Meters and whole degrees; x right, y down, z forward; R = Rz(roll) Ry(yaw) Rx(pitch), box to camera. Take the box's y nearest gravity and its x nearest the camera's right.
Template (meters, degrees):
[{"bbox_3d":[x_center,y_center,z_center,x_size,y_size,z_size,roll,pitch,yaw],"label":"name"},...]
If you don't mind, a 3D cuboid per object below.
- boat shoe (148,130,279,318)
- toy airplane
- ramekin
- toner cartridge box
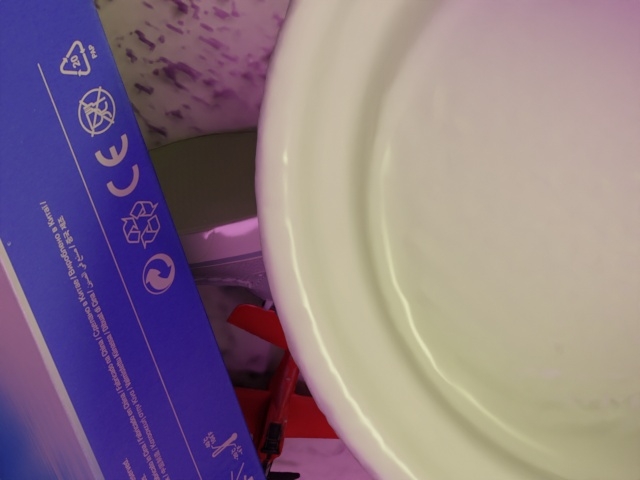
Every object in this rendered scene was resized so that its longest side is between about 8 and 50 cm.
[{"bbox_3d":[0.001,-0.001,0.600,0.228,0.079,0.081,-8,123,4],"label":"boat shoe"},{"bbox_3d":[-0.016,0.072,0.691,0.151,0.028,0.151,0,129,0],"label":"toy airplane"},{"bbox_3d":[0.124,-0.018,0.474,0.277,0.135,0.277,0,87,5],"label":"ramekin"},{"bbox_3d":[-0.120,0.047,0.566,0.165,0.075,0.347,10,128,41],"label":"toner cartridge box"}]
